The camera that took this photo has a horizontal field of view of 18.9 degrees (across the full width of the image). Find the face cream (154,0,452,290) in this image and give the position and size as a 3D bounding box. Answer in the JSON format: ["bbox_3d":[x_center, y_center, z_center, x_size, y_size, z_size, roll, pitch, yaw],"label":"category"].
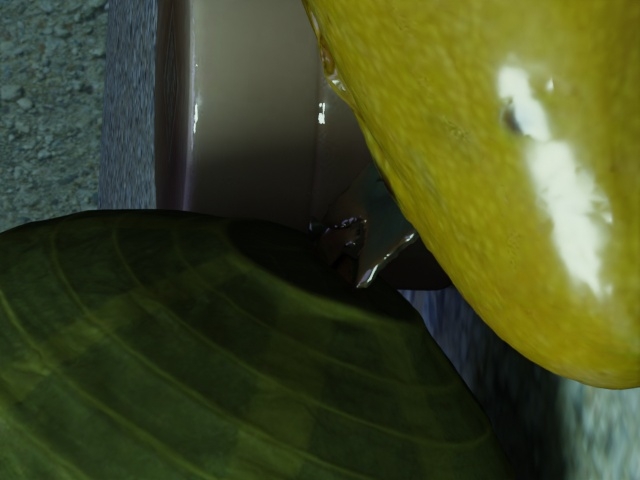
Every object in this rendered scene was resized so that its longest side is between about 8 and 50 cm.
[{"bbox_3d":[-0.003,-0.056,0.702,0.149,0.104,0.149,-179,90,-81],"label":"face cream"}]

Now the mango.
[{"bbox_3d":[0.038,-0.118,0.422,0.177,0.120,0.294,-132,44,-79],"label":"mango"}]

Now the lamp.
[{"bbox_3d":[-0.043,0.088,0.575,0.284,0.250,0.250,-60,19,15],"label":"lamp"}]
